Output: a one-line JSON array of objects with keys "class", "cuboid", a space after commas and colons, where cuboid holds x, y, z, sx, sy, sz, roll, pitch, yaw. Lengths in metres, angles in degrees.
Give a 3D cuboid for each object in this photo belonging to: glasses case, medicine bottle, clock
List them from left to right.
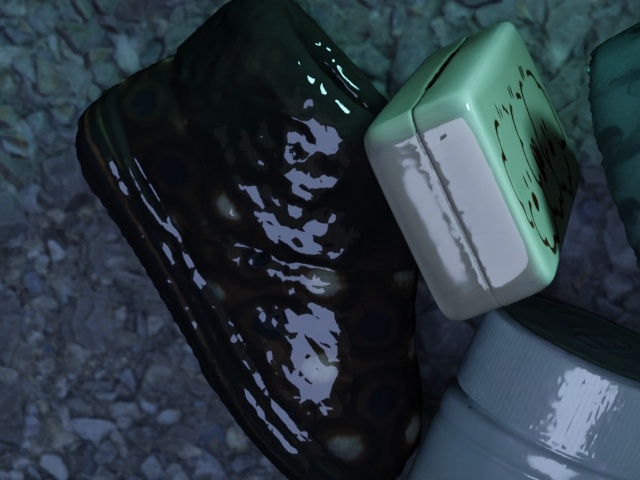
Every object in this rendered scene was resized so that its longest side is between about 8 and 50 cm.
[{"class": "glasses case", "cuboid": [0.115, -0.058, 1.315, 0.076, 0.336, 0.144, -24, 100, 16]}, {"class": "medicine bottle", "cuboid": [0.152, 0.221, 1.440, 0.190, 0.190, 0.332, 23, 98, 4]}, {"class": "clock", "cuboid": [0.278, -0.013, 1.315, 0.061, 0.312, 0.312, -22, 100, 22]}]

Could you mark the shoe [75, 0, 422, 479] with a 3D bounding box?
[{"class": "shoe", "cuboid": [0.000, 0.000, 1.442, 0.237, 0.171, 0.384, -33, 89, 22]}]
